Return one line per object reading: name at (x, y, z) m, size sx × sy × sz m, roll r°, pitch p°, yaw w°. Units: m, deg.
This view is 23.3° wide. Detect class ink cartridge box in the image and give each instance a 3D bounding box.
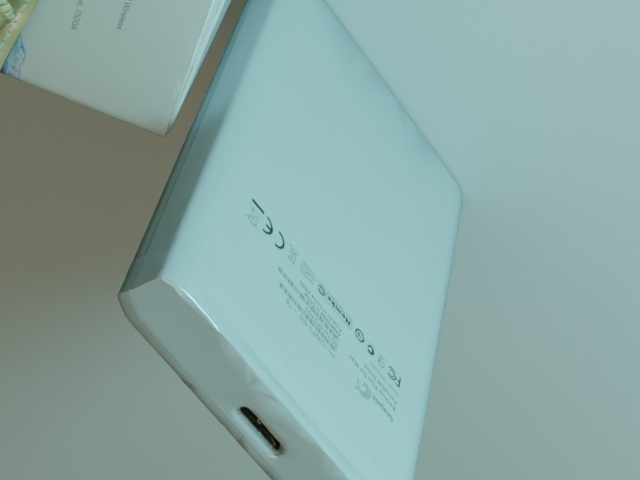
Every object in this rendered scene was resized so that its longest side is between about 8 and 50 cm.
ink cartridge box at (-0.145, -0.200, 0.840) m, size 0.233 × 0.171 × 0.168 m, roll 22°, pitch 128°, yaw -4°

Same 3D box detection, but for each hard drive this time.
hard drive at (0.000, 0.000, 0.874) m, size 0.040 × 0.307 × 0.203 m, roll -25°, pitch 118°, yaw 27°

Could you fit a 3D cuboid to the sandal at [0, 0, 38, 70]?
sandal at (-0.189, -0.108, 0.760) m, size 0.088 × 0.079 × 0.240 m, roll 22°, pitch 129°, yaw -5°
